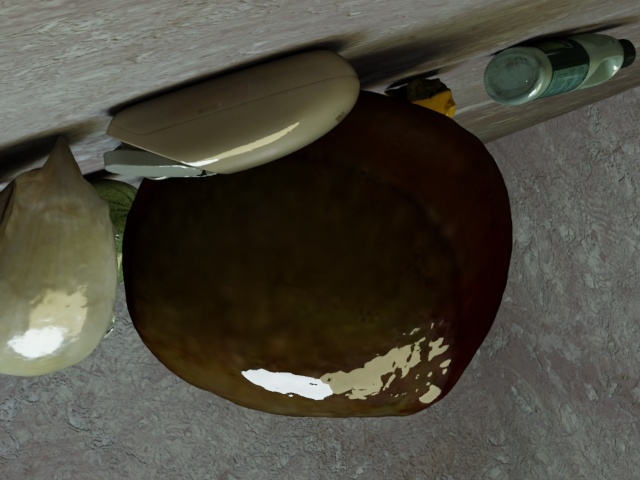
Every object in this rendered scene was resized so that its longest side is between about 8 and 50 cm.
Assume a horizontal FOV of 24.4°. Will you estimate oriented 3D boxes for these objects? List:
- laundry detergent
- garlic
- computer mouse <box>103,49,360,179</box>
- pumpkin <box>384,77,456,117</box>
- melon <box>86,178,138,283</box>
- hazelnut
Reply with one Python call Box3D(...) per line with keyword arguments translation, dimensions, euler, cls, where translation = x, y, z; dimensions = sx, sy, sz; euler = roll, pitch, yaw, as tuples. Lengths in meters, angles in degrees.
Box3D(translation=(0.309, -0.217, 1.821), dimensions=(0.226, 0.070, 0.099), euler=(-15, 172, -39), cls="laundry detergent")
Box3D(translation=(-0.340, 0.021, 1.450), dimensions=(0.249, 0.286, 0.313), euler=(-62, -160, -14), cls="garlic")
Box3D(translation=(-0.077, -0.104, 1.328), dimensions=(0.236, 0.082, 0.145), euler=(-18, 180, 6), cls="computer mouse")
Box3D(translation=(0.119, -0.171, 1.788), dimensions=(0.074, 0.054, 0.083), euler=(-13, -160, -4), cls="pumpkin")
Box3D(translation=(-0.287, -0.004, 1.838), dimensions=(0.192, 0.139, 0.139), euler=(-23, 175, 38), cls="melon")
Box3D(translation=(0.000, 0.000, 1.582), dimensions=(0.421, 0.352, 0.421), euler=(-19, -146, 13), cls="hazelnut")
